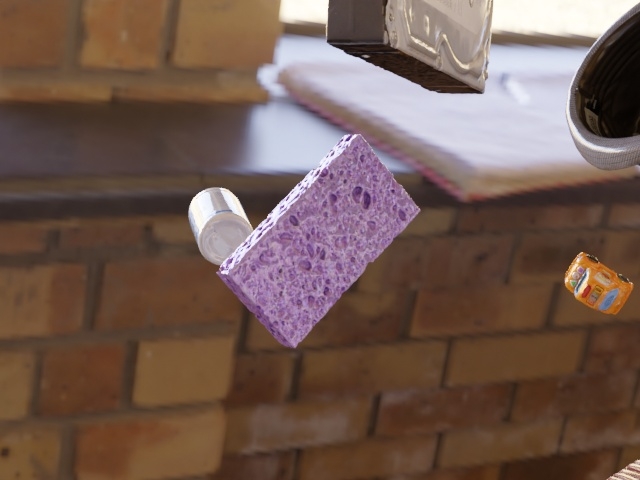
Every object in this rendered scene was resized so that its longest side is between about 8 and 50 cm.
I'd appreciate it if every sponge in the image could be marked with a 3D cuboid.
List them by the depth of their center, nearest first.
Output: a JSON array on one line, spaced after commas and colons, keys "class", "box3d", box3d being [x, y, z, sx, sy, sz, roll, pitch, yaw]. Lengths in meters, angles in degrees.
[{"class": "sponge", "box3d": [0.000, 0.000, 1.561, 0.210, 0.117, 0.031, -47, 26, -17]}]

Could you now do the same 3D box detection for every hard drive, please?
[{"class": "hard drive", "box3d": [0.096, -0.273, 1.402, 0.064, 0.237, 0.339, 3, -2, 22]}]

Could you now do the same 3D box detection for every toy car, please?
[{"class": "toy car", "box3d": [0.258, 0.018, 1.264, 0.060, 0.122, 0.040, 50, 31, 7]}]

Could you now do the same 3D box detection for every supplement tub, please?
[{"class": "supplement tub", "box3d": [-0.124, -0.018, 1.859, 0.071, 0.071, 0.107, 4, 19, -15]}]

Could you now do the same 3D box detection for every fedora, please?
[{"class": "fedora", "box3d": [0.394, -0.159, 1.574, 0.124, 0.275, 0.243, 35, 49, -29]}]

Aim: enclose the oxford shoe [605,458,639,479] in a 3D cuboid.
[{"class": "oxford shoe", "box3d": [0.429, 0.272, 1.571, 0.348, 0.130, 0.123, -20, 3, -1]}]
